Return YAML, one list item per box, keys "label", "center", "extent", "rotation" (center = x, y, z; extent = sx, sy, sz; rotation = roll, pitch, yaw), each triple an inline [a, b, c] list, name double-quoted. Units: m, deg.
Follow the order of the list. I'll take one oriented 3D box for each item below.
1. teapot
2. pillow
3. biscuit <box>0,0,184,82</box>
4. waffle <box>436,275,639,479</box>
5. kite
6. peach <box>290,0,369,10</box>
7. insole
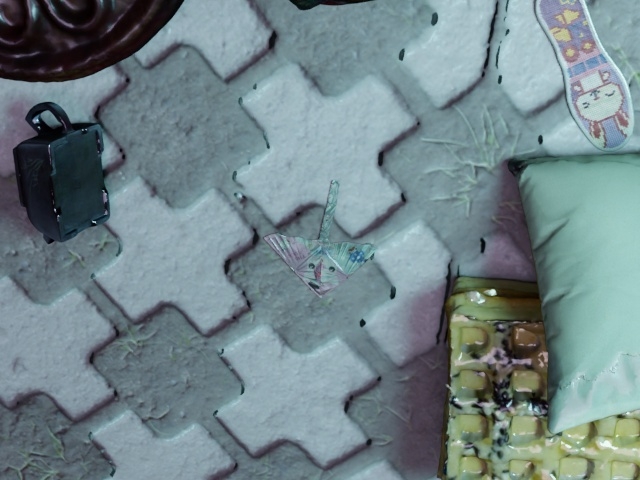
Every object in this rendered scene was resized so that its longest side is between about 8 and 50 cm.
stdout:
- label: "teapot"
  center: [-0.311, -0.075, 1.258]
  extent: [0.096, 0.087, 0.177]
  rotation: [13, 117, 30]
- label: "pillow"
  center: [0.361, 0.032, 1.096]
  extent: [0.312, 0.310, 0.119]
  rotation: [-6, 156, 9]
- label: "biscuit"
  center: [-0.314, -0.358, 1.124]
  extent: [0.407, 0.091, 0.408]
  rotation: [4, 115, 8]
- label: "waffle"
  center: [0.325, 0.173, 1.235]
  extent: [0.376, 0.114, 0.261]
  rotation: [4, 115, 8]
- label: "kite"
  center: [0.000, 0.000, 1.274]
  extent: [0.137, 0.005, 0.153]
  rotation: [4, 114, 7]
- label: "peach"
  center: [-0.018, -0.401, 0.919]
  extent: [0.339, 0.353, 0.417]
  rotation: [-33, 93, -12]
- label: "insole"
  center: [0.280, -0.182, 1.145]
  extent: [0.065, 0.004, 0.197]
  rotation: [-21, 109, 18]
